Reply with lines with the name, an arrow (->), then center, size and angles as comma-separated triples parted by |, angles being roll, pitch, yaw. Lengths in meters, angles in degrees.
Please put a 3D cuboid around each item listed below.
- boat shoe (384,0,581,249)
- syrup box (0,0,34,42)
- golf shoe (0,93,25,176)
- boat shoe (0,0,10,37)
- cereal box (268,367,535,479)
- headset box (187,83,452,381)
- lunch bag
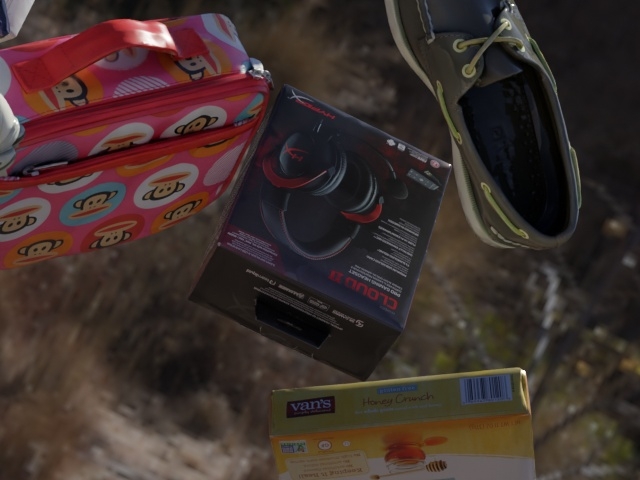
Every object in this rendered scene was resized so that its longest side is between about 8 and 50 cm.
boat shoe -> 0.140, -0.135, 1.445 | 0.091, 0.109, 0.305 | 12, -56, 68
syrup box -> -0.408, -0.252, 1.841 | 0.237, 0.096, 0.093 | -10, -41, 43
golf shoe -> -0.313, -0.092, 1.296 | 0.176, 0.069, 0.086 | -4, -42, 5
boat shoe -> -0.292, -0.245, 1.027 | 0.158, 0.127, 0.340 | -1, -62, 42
cereal box -> 0.066, 0.190, 1.211 | 0.173, 0.047, 0.240 | -7, -48, 5
headset box -> 0.000, 0.000, 1.891 | 0.218, 0.293, 0.110 | 26, -43, -6
lunch bag -> -0.193, -0.096, 1.484 | 0.293, 0.258, 0.120 | -17, 66, -32
